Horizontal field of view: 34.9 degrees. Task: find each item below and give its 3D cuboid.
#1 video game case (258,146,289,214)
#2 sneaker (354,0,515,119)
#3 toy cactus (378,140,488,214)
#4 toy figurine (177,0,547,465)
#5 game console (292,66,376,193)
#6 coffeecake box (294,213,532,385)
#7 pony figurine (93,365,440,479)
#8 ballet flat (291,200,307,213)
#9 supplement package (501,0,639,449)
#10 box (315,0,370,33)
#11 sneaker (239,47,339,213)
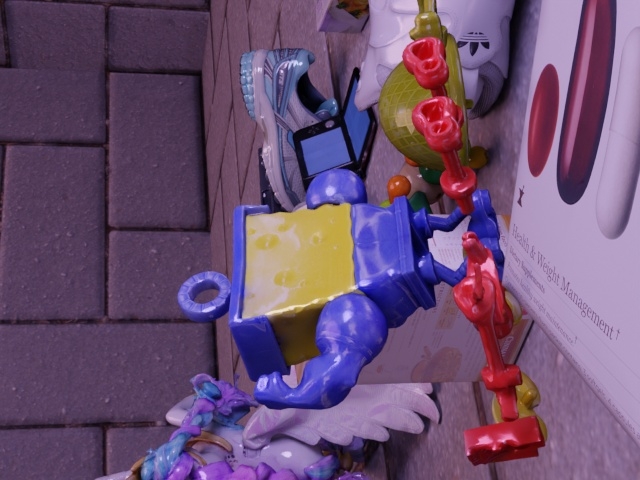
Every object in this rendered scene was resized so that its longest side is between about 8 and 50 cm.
[{"bbox_3d":[-0.051,0.013,1.618,0.196,0.026,0.274,46,-144,-65],"label":"video game case"},{"bbox_3d":[0.079,-0.230,0.948,0.366,0.137,0.210,-129,43,-66],"label":"sneaker"},{"bbox_3d":[0.105,-0.034,0.982,0.180,0.112,0.219,-75,-6,-49],"label":"toy cactus"},{"bbox_3d":[0.001,-0.018,0.664,0.191,0.217,0.362,62,-162,-45],"label":"toy figurine"},{"bbox_3d":[0.016,-0.149,1.385,0.144,0.124,0.085,-103,-9,-48],"label":"game console"},{"bbox_3d":[0.077,0.050,0.836,0.068,0.186,0.142,-102,18,-44],"label":"coffeecake box"},{"bbox_3d":[-0.045,0.260,1.178,0.363,0.351,0.302,-5,-81,-83],"label":"pony figurine"},{"bbox_3d":[0.000,0.000,1.270,0.400,0.139,0.139,-140,52,-82],"label":"ballet flat"},{"bbox_3d":[0.186,-0.035,0.417,0.194,0.149,0.203,-118,30,-66],"label":"supplement package"},{"bbox_3d":[0.055,-0.354,1.247,0.324,0.063,0.067,126,142,-70],"label":"box"},{"bbox_3d":[-0.027,-0.155,1.524,0.110,0.122,0.283,-71,-33,-56],"label":"sneaker"}]
